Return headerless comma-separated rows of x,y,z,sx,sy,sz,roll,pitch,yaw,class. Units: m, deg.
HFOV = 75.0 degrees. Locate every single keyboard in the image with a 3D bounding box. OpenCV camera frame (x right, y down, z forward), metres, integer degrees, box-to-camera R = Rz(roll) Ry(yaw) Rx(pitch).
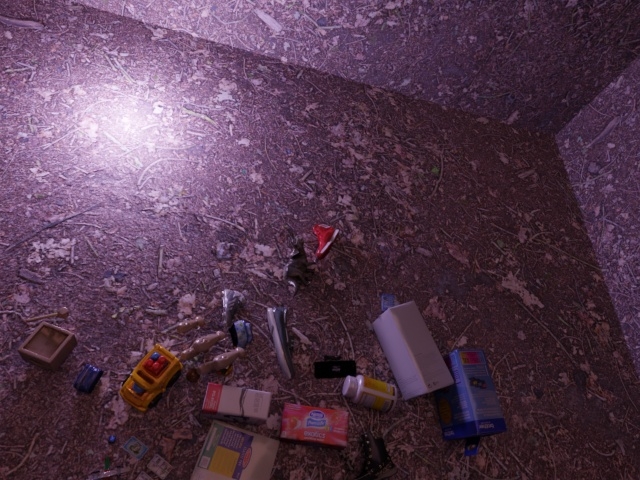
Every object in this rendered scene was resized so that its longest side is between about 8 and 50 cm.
0.064,0.551,1.834,0.192,0.038,0.100,4,82,-18,keyboard

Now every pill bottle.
0.207,0.643,1.766,0.215,0.117,0.117,19,56,-7,pill bottle

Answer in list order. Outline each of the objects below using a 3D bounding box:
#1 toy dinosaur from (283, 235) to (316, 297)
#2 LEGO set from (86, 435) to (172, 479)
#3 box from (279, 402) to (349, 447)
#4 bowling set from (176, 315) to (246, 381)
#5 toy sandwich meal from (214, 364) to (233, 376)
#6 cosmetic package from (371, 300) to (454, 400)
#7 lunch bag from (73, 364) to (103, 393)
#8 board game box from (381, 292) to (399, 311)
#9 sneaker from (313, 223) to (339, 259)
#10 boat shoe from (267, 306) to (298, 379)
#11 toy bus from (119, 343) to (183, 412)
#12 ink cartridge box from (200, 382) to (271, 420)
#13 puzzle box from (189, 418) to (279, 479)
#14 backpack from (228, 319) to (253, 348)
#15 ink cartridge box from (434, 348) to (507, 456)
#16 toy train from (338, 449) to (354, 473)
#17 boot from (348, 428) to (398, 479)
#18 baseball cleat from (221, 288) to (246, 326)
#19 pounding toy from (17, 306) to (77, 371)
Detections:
-0.112,0.143,1.984,0.161,0.121,0.313,14,60,4,toy dinosaur
-0.669,0.793,1.440,0.244,0.060,0.182,36,43,3,LEGO set
-0.025,0.722,1.617,0.257,0.122,0.128,9,56,-2,box
-0.458,0.450,1.662,0.287,0.199,0.154,38,23,22,bowling set
-0.392,0.513,1.697,0.086,0.029,0.085,8,58,-14,toy sandwich meal
0.400,0.492,1.867,0.156,0.217,0.384,-11,66,-23,cosmetic package
-0.853,0.508,1.523,0.065,0.067,0.098,24,57,-3,lunch bag
0.346,0.312,2.072,0.090,0.020,0.090,11,59,-12,board game box
0.000,0.000,2.121,0.128,0.087,0.221,27,43,9,sneaker
-0.146,0.426,1.782,0.099,0.116,0.319,-10,58,-19,boat shoe
-0.620,0.493,1.525,0.149,0.211,0.220,36,57,3,toy bus
-0.319,0.619,1.571,0.237,0.172,0.100,14,57,-11,ink cartridge box
-0.332,0.884,1.480,0.272,0.052,0.408,22,55,-5,puzzle box
-0.330,0.387,1.743,0.084,0.114,0.105,-10,63,-24,backpack
0.622,0.693,1.783,0.151,0.270,0.395,1,60,-16,ink cartridge box
0.088,0.845,1.654,0.027,0.036,0.158,-24,67,-21,toy train
0.182,0.856,1.639,0.237,0.085,0.178,2,56,-36,boot
-0.371,0.284,1.789,0.110,0.072,0.205,4,40,-19,baseball cleat
-1.008,0.355,1.555,0.181,0.094,0.206,21,46,1,pounding toy
